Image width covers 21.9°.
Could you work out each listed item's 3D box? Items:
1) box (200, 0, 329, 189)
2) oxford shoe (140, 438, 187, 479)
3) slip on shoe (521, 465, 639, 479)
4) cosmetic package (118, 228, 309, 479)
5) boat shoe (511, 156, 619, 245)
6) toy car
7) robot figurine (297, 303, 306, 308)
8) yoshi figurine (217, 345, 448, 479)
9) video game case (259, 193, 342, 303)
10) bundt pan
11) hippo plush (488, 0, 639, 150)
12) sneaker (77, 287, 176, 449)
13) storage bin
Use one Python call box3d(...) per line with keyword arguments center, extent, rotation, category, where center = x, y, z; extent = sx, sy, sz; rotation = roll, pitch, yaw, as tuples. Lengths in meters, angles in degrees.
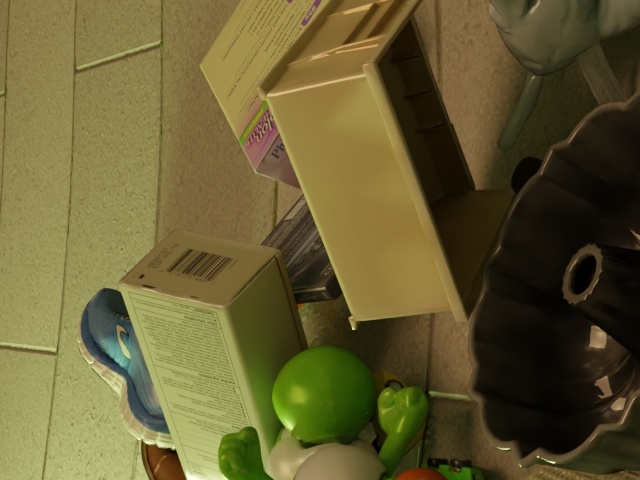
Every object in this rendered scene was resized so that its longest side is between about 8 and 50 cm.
box3d(center=(-0.015, -0.214, 1.980), extent=(0.213, 0.117, 0.243), rotation=(-56, 36, 22), category="box")
box3d(center=(-0.196, 0.327, 2.297), extent=(0.076, 0.076, 0.212), rotation=(-37, 42, 14), category="oxford shoe")
box3d(center=(0.238, 0.254, 1.466), extent=(0.331, 0.101, 0.123), rotation=(-39, 18, 37), category="slip on shoe")
box3d(center=(-0.099, 0.151, 1.872), extent=(0.160, 0.113, 0.309), rotation=(12, 132, 33), category="cosmetic package")
box3d(center=(0.243, -0.034, 1.581), extent=(0.153, 0.048, 0.056), rotation=(35, 102, 52), category="boat shoe")
box3d(center=(0.113, 0.258, 1.734), extent=(0.225, 0.053, 0.239), rotation=(-6, 79, 61), category="toy car")
box3d(center=(-0.095, 0.118, 2.076), extent=(0.291, 0.085, 0.211), rotation=(-29, 29, 57), category="robot figurine")
box3d(center=(0.013, 0.210, 1.662), extent=(0.203, 0.203, 0.362), rotation=(-51, 14, 2), category="yoshi figurine")
box3d(center=(0.000, 0.000, 1.915), extent=(0.196, 0.026, 0.274), rotation=(-51, 20, -23), category="video game case")
box3d(center=(0.264, 0.049, 1.380), extent=(0.331, 0.124, 0.331), rotation=(-47, 31, 39), category="bundt pan")
box3d(center=(0.235, -0.289, 1.541), extent=(0.236, 0.234, 0.294), rotation=(-89, -19, -49), category="hippo plush")
box3d(center=(-0.241, 0.156, 2.372), extent=(0.147, 0.130, 0.330), rotation=(-61, 40, 16), category="sneaker")
box3d(center=(0.080, -0.094, 1.571), extent=(0.123, 0.260, 0.262), rotation=(-10, 116, 27), category="storage bin")
